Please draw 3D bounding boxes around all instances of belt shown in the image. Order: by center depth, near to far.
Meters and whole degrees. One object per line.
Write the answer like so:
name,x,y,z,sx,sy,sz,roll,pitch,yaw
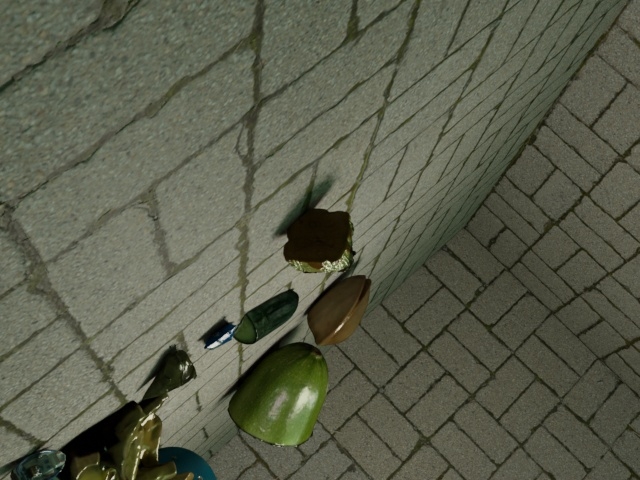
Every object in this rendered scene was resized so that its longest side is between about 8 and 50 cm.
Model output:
belt,-0.485,0.790,2.256,0.436,0.300,0.173,-45,167,21

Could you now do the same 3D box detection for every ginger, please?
ginger,-0.444,0.534,1.743,0.358,0.211,0.413,-49,167,12

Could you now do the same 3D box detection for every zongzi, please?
zongzi,-0.332,0.283,1.633,0.131,0.062,0.154,-29,159,-13

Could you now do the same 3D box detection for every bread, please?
bread,0.000,0.000,1.574,0.069,0.140,0.127,58,35,-61

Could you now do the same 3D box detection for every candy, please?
candy,-0.229,0.225,1.803,0.088,0.038,0.136,-39,177,-7

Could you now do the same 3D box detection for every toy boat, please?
toy boat,-0.516,0.420,1.448,0.066,0.059,0.140,-28,173,10

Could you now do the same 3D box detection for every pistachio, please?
pistachio,0.067,0.224,2.502,0.260,0.163,0.212,-51,-160,22

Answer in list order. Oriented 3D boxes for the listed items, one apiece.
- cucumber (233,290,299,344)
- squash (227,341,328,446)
cucumber,-0.123,0.196,2.008,0.244,0.063,0.115,-31,163,-52
squash,-0.120,0.472,2.577,0.310,0.310,0.308,-23,136,-60
